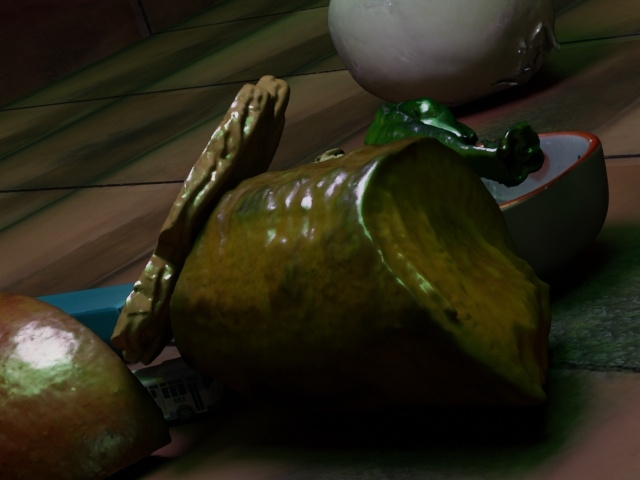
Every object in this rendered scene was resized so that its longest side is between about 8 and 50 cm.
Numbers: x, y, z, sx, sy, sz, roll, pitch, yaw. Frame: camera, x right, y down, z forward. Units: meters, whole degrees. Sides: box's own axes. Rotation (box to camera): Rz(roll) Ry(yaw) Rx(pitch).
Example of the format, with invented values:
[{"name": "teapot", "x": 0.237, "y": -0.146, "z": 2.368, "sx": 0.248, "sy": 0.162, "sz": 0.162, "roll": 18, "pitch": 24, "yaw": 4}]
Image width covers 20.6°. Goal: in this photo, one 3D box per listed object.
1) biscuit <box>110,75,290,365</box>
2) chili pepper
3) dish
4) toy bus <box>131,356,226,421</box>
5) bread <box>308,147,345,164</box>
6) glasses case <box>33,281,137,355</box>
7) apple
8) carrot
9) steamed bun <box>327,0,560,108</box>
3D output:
[{"name": "biscuit", "x": -0.108, "y": -0.020, "z": 1.705, "sx": 0.051, "sy": 0.269, "sz": 0.376, "roll": 25, "pitch": 44, "yaw": 3}, {"name": "chili pepper", "x": 0.122, "y": -0.094, "z": 1.751, "sx": 0.099, "sy": 0.083, "sz": 0.253, "roll": -17, "pitch": 17, "yaw": -27}, {"name": "dish", "x": 0.173, "y": -0.012, "z": 1.769, "sx": 0.256, "sy": 0.117, "sz": 0.256, "roll": -18, "pitch": 15, "yaw": 5}, {"name": "toy bus", "x": -0.149, "y": 0.147, "z": 1.722, "sx": 0.102, "sy": 0.058, "sz": 0.052, "roll": -15, "pitch": 17, "yaw": 16}, {"name": "bread", "x": 0.000, "y": 0.000, "z": 1.861, "sx": 0.114, "sy": 0.132, "sz": 0.190, "roll": 33, "pitch": 69, "yaw": 29}, {"name": "glasses case", "x": -0.308, "y": 0.104, "z": 2.044, "sx": 0.301, "sy": 0.070, "sz": 0.117, "roll": -10, "pitch": 12, "yaw": 34}, {"name": "apple", "x": -0.314, "y": 0.176, "z": 1.701, "sx": 0.179, "sy": 0.254, "sz": 0.346, "roll": 21, "pitch": -15, "yaw": -41}, {"name": "carrot", "x": 0.058, "y": 0.034, "z": 1.535, "sx": 0.340, "sy": 0.241, "sz": 0.241, "roll": -8, "pitch": 19, "yaw": 40}, {"name": "steamed bun", "x": 0.178, "y": -0.305, "z": 2.530, "sx": 0.312, "sy": 0.233, "sz": 0.334, "roll": -21, "pitch": 7, "yaw": 1}]
